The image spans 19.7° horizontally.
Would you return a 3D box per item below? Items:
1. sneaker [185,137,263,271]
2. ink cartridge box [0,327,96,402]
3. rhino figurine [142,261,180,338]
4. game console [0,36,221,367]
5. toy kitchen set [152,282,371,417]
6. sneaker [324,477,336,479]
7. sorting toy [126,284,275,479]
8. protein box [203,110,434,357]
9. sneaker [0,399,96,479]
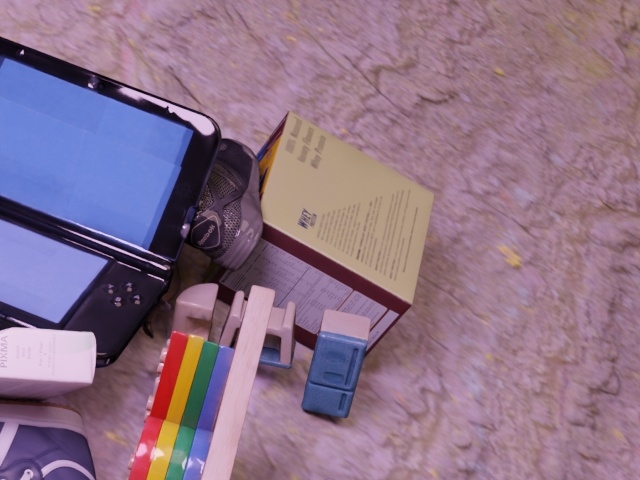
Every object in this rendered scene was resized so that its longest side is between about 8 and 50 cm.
[{"bbox_3d":[-0.135,-0.065,1.977,0.130,0.087,0.227,30,25,-21],"label":"sneaker"},{"bbox_3d":[-0.343,0.114,1.672,0.224,0.181,0.056,9,73,-33],"label":"ink cartridge box"},{"bbox_3d":[-0.197,0.019,1.964,0.106,0.073,0.243,23,37,-19],"label":"rhino figurine"},{"bbox_3d":[-0.283,-0.045,1.823,0.293,0.173,0.250,20,33,7],"label":"game console"},{"bbox_3d":[-0.067,0.157,1.931,0.207,0.122,0.166,12,42,0],"label":"toy kitchen set"},{"bbox_3d":[0.000,0.363,1.741,0.180,0.125,0.321,42,38,6],"label":"sneaker"},{"bbox_3d":[-0.131,0.205,1.705,0.089,0.255,0.257,16,41,-3],"label":"sorting toy"},{"bbox_3d":[0.000,0.000,2.093,0.201,0.136,0.200,29,40,-12],"label":"protein box"},{"bbox_3d":[-0.316,0.225,1.651,0.282,0.099,0.153,5,47,-39],"label":"sneaker"}]
